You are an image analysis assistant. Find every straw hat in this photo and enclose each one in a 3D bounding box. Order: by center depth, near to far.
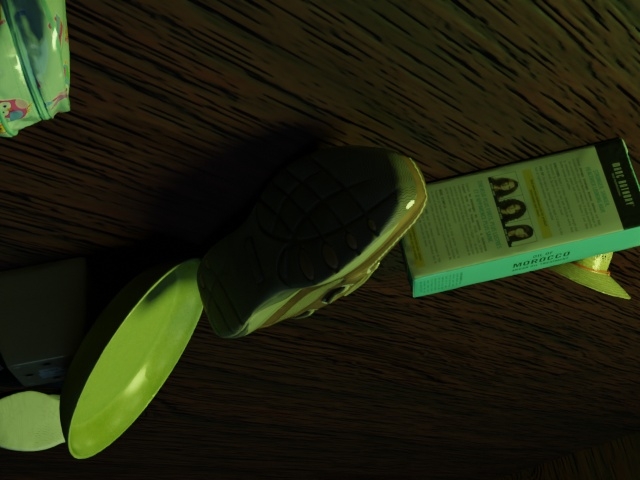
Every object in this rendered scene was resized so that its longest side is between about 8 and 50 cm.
[{"bbox_3d":[0.320,0.015,1.254,0.144,0.144,0.061,12,104,-44],"label":"straw hat"}]

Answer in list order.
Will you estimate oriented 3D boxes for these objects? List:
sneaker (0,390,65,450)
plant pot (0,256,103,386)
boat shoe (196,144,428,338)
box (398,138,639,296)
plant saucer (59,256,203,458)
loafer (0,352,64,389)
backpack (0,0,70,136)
[{"bbox_3d":[-0.353,0.242,1.420,0.212,0.080,0.094,-5,167,-20],"label":"sneaker"},{"bbox_3d":[-0.280,0.090,1.075,0.109,0.096,0.109,-11,156,-5],"label":"plant pot"},{"bbox_3d":[0.000,0.000,1.012,0.116,0.123,0.324,-3,162,-38],"label":"boat shoe"},{"bbox_3d":[0.201,-0.022,1.068,0.244,0.100,0.060,-13,158,0],"label":"box"},{"bbox_3d":[-0.198,0.114,1.093,0.037,0.241,0.241,29,159,12],"label":"plant saucer"},{"bbox_3d":[-0.318,0.131,1.194,0.078,0.076,0.223,8,-178,44],"label":"loafer"},{"bbox_3d":[-0.183,-0.135,0.509,0.115,0.182,0.152,-12,156,-2],"label":"backpack"}]
